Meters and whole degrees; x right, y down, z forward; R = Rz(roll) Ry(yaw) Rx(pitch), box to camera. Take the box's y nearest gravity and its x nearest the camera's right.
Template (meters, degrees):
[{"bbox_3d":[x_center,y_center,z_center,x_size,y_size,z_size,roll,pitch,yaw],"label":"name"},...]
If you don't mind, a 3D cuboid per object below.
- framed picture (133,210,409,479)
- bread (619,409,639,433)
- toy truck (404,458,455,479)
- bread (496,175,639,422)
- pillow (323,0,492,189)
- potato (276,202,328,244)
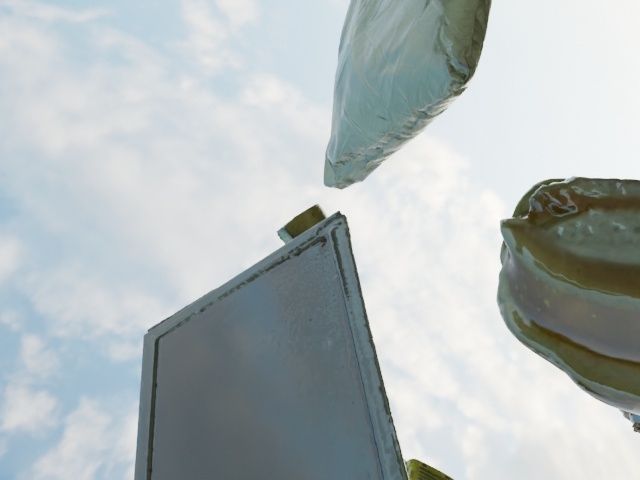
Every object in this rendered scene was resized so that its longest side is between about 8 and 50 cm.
[{"bbox_3d":[-0.045,0.107,0.490,0.014,0.197,0.252,46,-160,-35],"label":"framed picture"},{"bbox_3d":[0.903,0.349,1.720,0.370,0.314,0.191,16,-130,9],"label":"bread"},{"bbox_3d":[0.142,0.546,1.402,0.124,0.272,0.157,29,-149,-4],"label":"toy truck"},{"bbox_3d":[0.335,0.073,0.720,0.341,0.301,0.210,24,-101,-63],"label":"bread"},{"bbox_3d":[0.078,-0.211,0.720,0.076,0.281,0.274,17,-108,-17],"label":"pillow"},{"bbox_3d":[0.000,0.000,1.585,0.120,0.081,0.149,-38,-84,-21],"label":"potato"}]
